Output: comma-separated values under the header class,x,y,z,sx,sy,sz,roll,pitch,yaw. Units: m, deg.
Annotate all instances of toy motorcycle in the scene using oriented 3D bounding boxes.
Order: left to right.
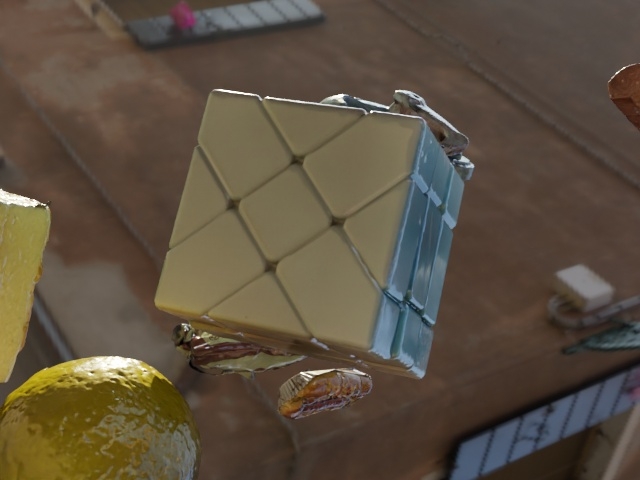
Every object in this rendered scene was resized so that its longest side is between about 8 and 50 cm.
class,x,y,z,sx,sy,sz,roll,pitch,yaw
toy motorcycle,0.110,-0.186,1.851,0.319,0.182,0.241,28,-8,31

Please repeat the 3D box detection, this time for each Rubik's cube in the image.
class,x,y,z,sx,sy,sz,roll,pitch,yaw
Rubik's cube,0.000,0.000,1.515,0.319,0.316,0.321,10,-102,20

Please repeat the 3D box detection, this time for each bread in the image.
class,x,y,z,sx,sy,sz,roll,pitch,yaw
bread,-0.552,0.040,1.486,0.279,0.207,0.279,12,-87,26

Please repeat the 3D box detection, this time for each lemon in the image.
class,x,y,z,sx,sy,sz,roll,pitch,yaw
lemon,-0.273,0.264,1.314,0.254,0.310,0.253,10,-68,26

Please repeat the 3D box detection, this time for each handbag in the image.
class,x,y,z,sx,sy,sz,roll,pitch,yaw
handbag,-0.143,0.194,1.987,0.213,0.235,0.127,-171,-101,-70

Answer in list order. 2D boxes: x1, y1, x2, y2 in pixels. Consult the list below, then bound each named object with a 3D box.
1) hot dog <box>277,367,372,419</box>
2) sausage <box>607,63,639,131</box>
class,x,y,z,sx,sy,sz,roll,pitch,yaw
hot dog,0.014,0.319,2.257,0.131,0.253,0.069,-50,-122,30
sausage,0.436,-0.152,1.375,0.169,0.065,0.065,39,-11,-31
